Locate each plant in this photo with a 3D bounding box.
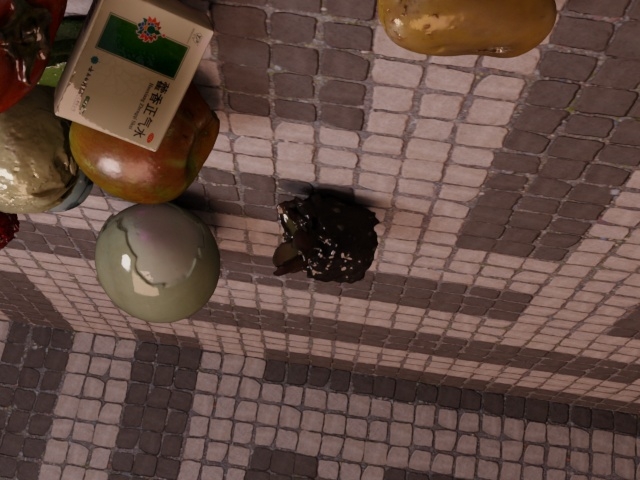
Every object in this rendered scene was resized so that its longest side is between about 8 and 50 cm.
[{"bbox_3d":[0.000,0.000,1.913,0.234,0.204,0.178,3,151,-14],"label":"plant"}]

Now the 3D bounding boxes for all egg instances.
[{"bbox_3d":[-0.375,0.043,2.051,0.278,0.278,0.336,6,161,7],"label":"egg"}]

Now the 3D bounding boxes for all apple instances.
[{"bbox_3d":[-0.309,-0.190,1.548,0.226,0.246,0.246,23,160,7],"label":"apple"}]

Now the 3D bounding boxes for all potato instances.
[{"bbox_3d":[0.188,-0.301,1.134,0.234,0.146,0.150,0,-156,-14],"label":"potato"}]

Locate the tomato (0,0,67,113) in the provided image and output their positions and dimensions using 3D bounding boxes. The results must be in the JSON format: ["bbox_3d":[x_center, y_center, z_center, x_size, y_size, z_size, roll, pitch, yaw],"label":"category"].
[{"bbox_3d":[-0.511,-0.315,1.199,0.290,0.293,0.325,21,165,8],"label":"tomato"}]

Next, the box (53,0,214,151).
[{"bbox_3d":[-0.277,-0.263,1.323,0.168,0.095,0.212,18,115,-27],"label":"box"}]

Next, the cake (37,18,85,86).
[{"bbox_3d":[-0.436,-0.307,1.418,0.235,0.100,0.099,8,157,2],"label":"cake"}]

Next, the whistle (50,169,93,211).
[{"bbox_3d":[-0.518,-0.141,1.803,0.163,0.163,0.289,23,155,-33],"label":"whistle"}]

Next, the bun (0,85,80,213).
[{"bbox_3d":[-0.501,-0.167,1.594,0.152,0.259,0.259,9,159,3],"label":"bun"}]

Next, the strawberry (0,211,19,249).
[{"bbox_3d":[-0.853,-0.058,2.101,0.274,0.220,0.274,-7,-167,2],"label":"strawberry"}]
